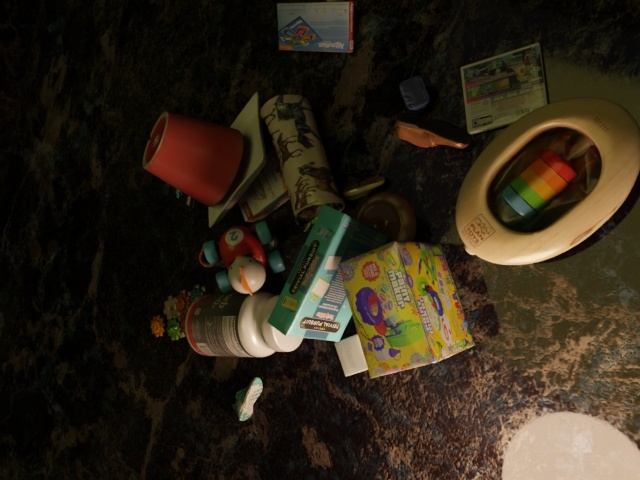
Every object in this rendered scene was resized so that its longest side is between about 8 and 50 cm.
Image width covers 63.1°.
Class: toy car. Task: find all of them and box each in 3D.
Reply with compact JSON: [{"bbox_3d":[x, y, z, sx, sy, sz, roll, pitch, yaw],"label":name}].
[{"bbox_3d":[-0.234,0.076,1.600,0.219,0.238,0.210,-21,107,-1],"label":"toy car"}]

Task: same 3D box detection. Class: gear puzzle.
[{"bbox_3d":[-0.548,0.287,1.982,0.339,0.044,0.175,-21,77,32],"label":"gear puzzle"}]

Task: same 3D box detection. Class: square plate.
[{"bbox_3d":[-0.275,-0.263,1.726,0.347,0.049,0.344,-44,39,35],"label":"square plate"}]

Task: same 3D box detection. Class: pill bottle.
[{"bbox_3d":[-0.241,0.268,1.676,0.363,0.210,0.210,-7,85,33],"label":"pill bottle"}]

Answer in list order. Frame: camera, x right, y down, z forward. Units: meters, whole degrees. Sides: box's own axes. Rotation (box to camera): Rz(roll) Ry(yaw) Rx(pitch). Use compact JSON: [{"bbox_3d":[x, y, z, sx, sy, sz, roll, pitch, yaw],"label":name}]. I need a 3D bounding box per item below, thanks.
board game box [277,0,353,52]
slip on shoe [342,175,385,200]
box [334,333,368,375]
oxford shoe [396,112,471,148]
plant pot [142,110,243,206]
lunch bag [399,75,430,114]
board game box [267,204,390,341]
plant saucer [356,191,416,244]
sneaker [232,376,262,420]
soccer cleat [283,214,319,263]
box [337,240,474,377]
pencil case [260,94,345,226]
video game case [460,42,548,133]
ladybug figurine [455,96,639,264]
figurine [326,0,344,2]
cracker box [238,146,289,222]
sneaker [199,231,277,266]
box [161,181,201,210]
[{"bbox_3d":[-0.020,-0.671,1.636,0.281,0.027,0.145,16,118,33],"label":"board game box"},{"bbox_3d":[0.132,-0.151,1.540,0.135,0.051,0.041,-19,118,24],"label":"slip on shoe"},{"bbox_3d":[0.114,0.324,1.499,0.087,0.102,0.101,-29,72,32],"label":"box"},{"bbox_3d":[0.306,-0.284,1.419,0.212,0.076,0.076,24,138,25],"label":"oxford shoe"},{"bbox_3d":[-0.419,-0.276,1.676,0.275,0.243,0.274,-35,45,44],"label":"plant pot"},{"bbox_3d":[0.261,-0.402,1.443,0.067,0.065,0.098,-19,80,12],"label":"lunch bag"},{"bbox_3d":[0.029,0.098,1.393,0.079,0.254,0.336,28,94,36],"label":"board game box"},{"bbox_3d":[0.178,-0.044,1.507,0.199,0.036,0.198,-1,88,35],"label":"plant saucer"},{"bbox_3d":[-0.256,0.527,1.769,0.076,0.065,0.166,34,105,34],"label":"sneaker"},{"bbox_3d":[0.000,-0.001,1.544,0.289,0.121,0.093,-32,50,51],"label":"soccer cleat"},{"bbox_3d":[0.223,0.165,1.323,0.177,0.279,0.289,-23,75,31],"label":"box"},{"bbox_3d":[-0.058,-0.253,1.591,0.183,0.160,0.410,111,142,-68],"label":"pencil case"},{"bbox_3d":[0.467,-0.383,1.330,0.201,0.023,0.183,-8,84,35],"label":"video game case"},{"bbox_3d":[0.514,-0.122,1.205,0.449,0.162,0.305,-43,67,25],"label":"ladybug figurine"},{"bbox_3d":[0.078,-0.820,1.577,0.209,0.092,0.214,-18,79,40],"label":"figurine"},{"bbox_3d":[-0.180,-0.182,1.734,0.232,0.067,0.155,-35,69,29],"label":"cracker box"},{"bbox_3d":[-0.283,0.035,1.750,0.270,0.145,0.090,-17,79,32],"label":"sneaker"},{"bbox_3d":[-0.498,-0.242,1.920,0.175,0.051,0.220,29,114,29],"label":"box"}]
